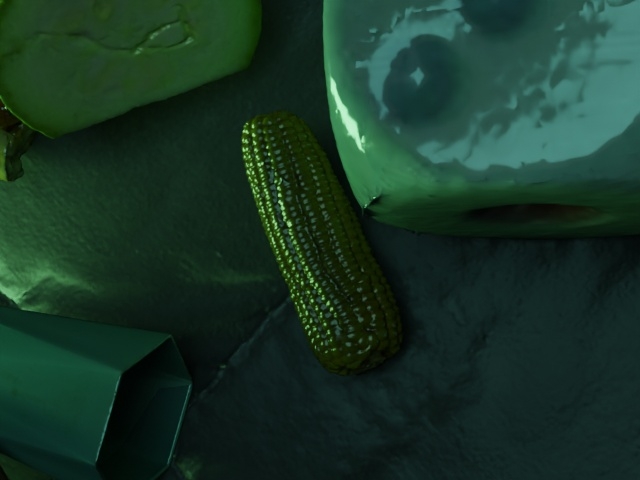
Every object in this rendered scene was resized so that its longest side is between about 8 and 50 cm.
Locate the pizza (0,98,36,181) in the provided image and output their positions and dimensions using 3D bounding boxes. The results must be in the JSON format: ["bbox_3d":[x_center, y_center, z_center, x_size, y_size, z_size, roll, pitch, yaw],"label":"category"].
[{"bbox_3d":[-0.343,-0.214,1.496,0.182,0.074,0.365,-28,75,14],"label":"pizza"}]

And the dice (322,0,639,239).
[{"bbox_3d":[0.163,-0.145,1.212,0.268,0.264,0.263,-1,82,20],"label":"dice"}]

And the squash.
[{"bbox_3d":[-0.210,-0.281,1.428,0.233,0.210,0.309,-22,46,-5],"label":"squash"}]

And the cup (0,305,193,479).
[{"bbox_3d":[-0.243,0.125,1.393,0.235,0.134,0.148,12,84,24],"label":"cup"}]

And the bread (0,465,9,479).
[{"bbox_3d":[-0.369,0.246,1.372,0.274,0.149,0.274,13,118,26],"label":"bread"}]

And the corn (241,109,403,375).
[{"bbox_3d":[0.000,0.000,1.349,0.080,0.080,0.231,-25,73,14],"label":"corn"}]
